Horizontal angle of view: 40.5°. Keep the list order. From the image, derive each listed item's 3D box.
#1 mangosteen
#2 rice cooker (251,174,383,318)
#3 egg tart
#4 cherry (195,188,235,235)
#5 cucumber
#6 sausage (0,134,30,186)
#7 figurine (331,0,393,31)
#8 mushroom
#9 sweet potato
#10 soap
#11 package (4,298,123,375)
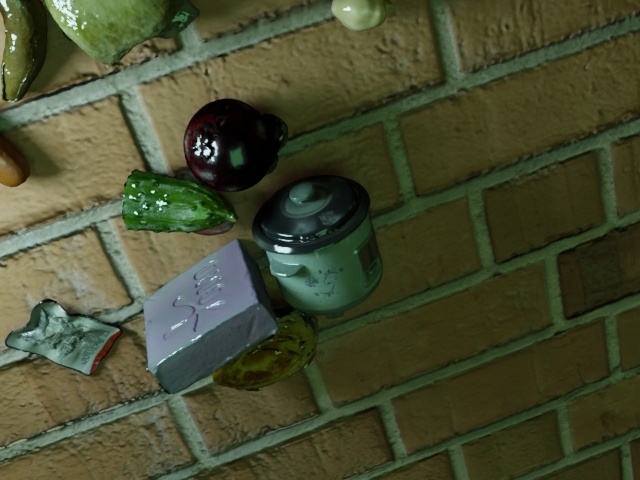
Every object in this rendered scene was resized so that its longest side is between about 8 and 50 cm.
[{"bbox_3d":[-0.183,-0.196,1.799,0.209,0.210,0.210,-7,120,-12],"label":"mangosteen"},{"bbox_3d":[0.000,0.000,1.919,0.316,0.264,0.317,-20,116,-50],"label":"rice cooker"},{"bbox_3d":[-0.142,0.250,2.106,0.297,0.132,0.297,-14,136,-14],"label":"egg tart"},{"bbox_3d":[-0.244,-0.061,1.913,0.126,0.087,0.106,12,120,-18],"label":"cherry"},{"bbox_3d":[-0.288,-0.070,1.816,0.244,0.134,0.134,10,120,12],"label":"cucumber"},{"bbox_3d":[-0.667,-0.187,1.731,0.076,0.076,0.197,-37,120,7],"label":"sausage"},{"bbox_3d":[0.082,-0.522,1.748,0.114,0.108,0.196,-5,102,-25],"label":"figurine"},{"bbox_3d":[-0.378,-0.449,1.586,0.217,0.212,0.292,-47,130,-8],"label":"mushroom"},{"bbox_3d":[-0.573,-0.391,1.639,0.112,0.085,0.286,13,130,-2],"label":"sweet potato"},{"bbox_3d":[-0.251,0.166,1.921,0.285,0.296,0.107,-35,120,3],"label":"soap"},{"bbox_3d":[-0.594,0.222,2.009,0.232,0.040,0.166,26,112,-35],"label":"package"}]
